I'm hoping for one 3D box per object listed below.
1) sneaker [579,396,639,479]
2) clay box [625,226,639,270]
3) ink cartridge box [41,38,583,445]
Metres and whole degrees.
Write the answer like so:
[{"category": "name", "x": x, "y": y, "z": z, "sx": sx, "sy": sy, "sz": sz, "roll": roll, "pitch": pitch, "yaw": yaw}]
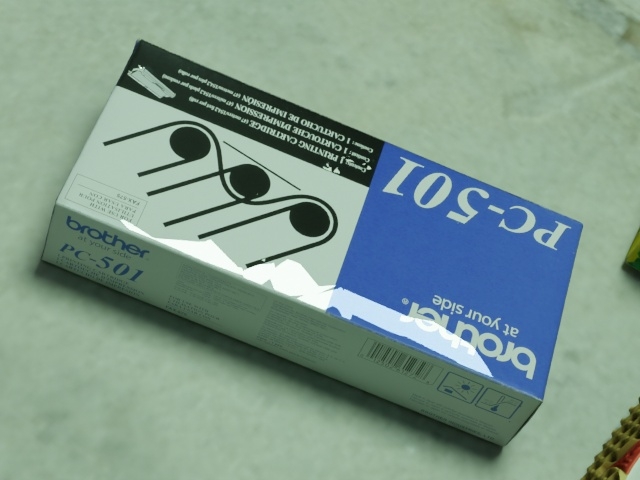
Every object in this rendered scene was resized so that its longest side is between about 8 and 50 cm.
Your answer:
[{"category": "sneaker", "x": 0.152, "y": 0.108, "z": 0.617, "sx": 0.084, "sy": 0.069, "sz": 0.185, "roll": 44, "pitch": 59, "yaw": 3}, {"category": "clay box", "x": 0.246, "y": -0.043, "z": 0.759, "sx": 0.127, "sy": 0.053, "sz": 0.222, "roll": 31, "pitch": 53, "yaw": 3}, {"category": "ink cartridge box", "x": 0.000, "y": 0.000, "z": 0.646, "sx": 0.207, "sy": 0.046, "sz": 0.097, "roll": 22, "pitch": 53, "yaw": -4}]
